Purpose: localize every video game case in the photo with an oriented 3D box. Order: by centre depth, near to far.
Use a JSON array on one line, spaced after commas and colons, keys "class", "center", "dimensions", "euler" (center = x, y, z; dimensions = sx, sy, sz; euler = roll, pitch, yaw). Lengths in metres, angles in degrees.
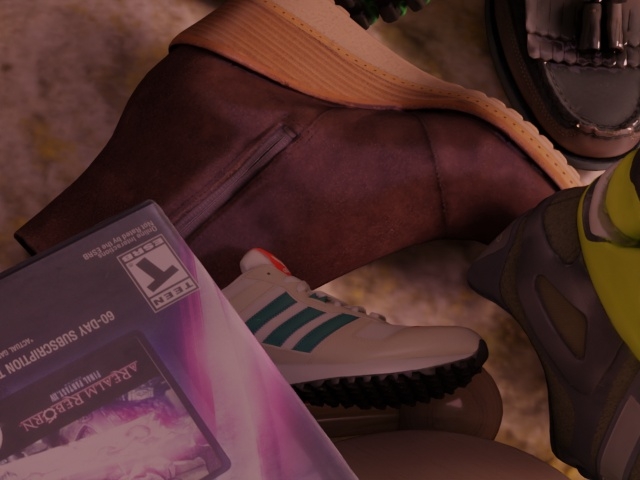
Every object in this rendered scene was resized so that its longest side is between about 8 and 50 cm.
[{"class": "video game case", "center": [-0.076, 0.125, 0.524], "dimensions": [0.196, 0.026, 0.274], "euler": [-28, 60, -19]}]

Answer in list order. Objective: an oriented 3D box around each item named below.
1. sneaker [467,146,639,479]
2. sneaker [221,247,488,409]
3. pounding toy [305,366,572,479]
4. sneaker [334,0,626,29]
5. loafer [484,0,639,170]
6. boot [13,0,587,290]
[{"class": "sneaker", "center": [0.177, 0.090, 0.645], "dimensions": [0.111, 0.121, 0.300], "euler": [-43, 108, -39]}, {"class": "sneaker", "center": [-0.008, 0.036, 0.650], "dimensions": [0.161, 0.057, 0.075], "euler": [-6, 70, 10]}, {"class": "pounding toy", "center": [0.031, 0.166, 0.627], "dimensions": [0.183, 0.110, 0.237], "euler": [-14, 35, -7]}, {"class": "sneaker", "center": [0.060, -0.205, 0.789], "dimensions": [0.343, 0.134, 0.146], "euler": [1, 51, 12]}, {"class": "loafer", "center": [0.147, -0.170, 0.834], "dimensions": [0.096, 0.084, 0.267], "euler": [4, 60, -8]}, {"class": "boot", "center": [0.000, 0.000, 0.730], "dimensions": [0.248, 0.090, 0.207], "euler": [37, 74, 8]}]
